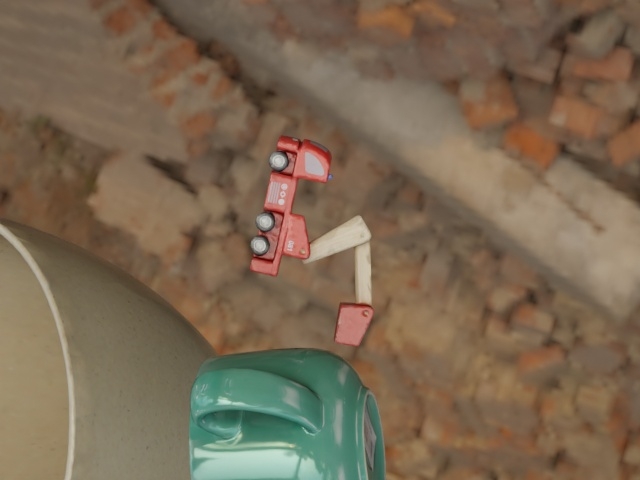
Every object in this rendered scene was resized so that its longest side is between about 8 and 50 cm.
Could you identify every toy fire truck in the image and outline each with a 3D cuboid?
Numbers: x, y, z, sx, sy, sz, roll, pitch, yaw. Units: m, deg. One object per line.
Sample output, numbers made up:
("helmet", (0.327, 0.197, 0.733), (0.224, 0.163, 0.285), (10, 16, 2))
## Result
("toy fire truck", (0.000, 0.000, 1.708), (0.135, 0.192, 0.047), (13, -178, 0))

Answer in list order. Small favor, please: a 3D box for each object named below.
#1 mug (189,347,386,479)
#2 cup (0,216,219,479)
("mug", (-0.017, 0.129, 1.003), (0.097, 0.129, 0.158), (-5, -177, 10))
("cup", (-0.208, 0.149, 1.377), (0.331, 0.331, 0.237), (-1, 175, 45))
